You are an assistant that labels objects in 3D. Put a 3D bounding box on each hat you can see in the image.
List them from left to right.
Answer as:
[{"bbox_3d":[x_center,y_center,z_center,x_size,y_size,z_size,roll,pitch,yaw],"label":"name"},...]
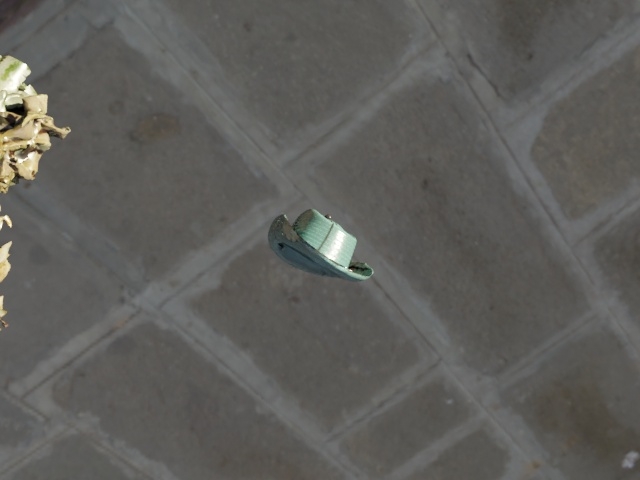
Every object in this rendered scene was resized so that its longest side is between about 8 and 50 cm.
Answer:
[{"bbox_3d":[0.000,0.000,1.159,0.138,0.191,0.078,30,80,-21],"label":"hat"}]

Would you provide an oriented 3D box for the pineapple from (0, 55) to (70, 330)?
[{"bbox_3d":[-0.340,-0.063,0.771,0.262,0.272,0.262,9,135,9],"label":"pineapple"}]
